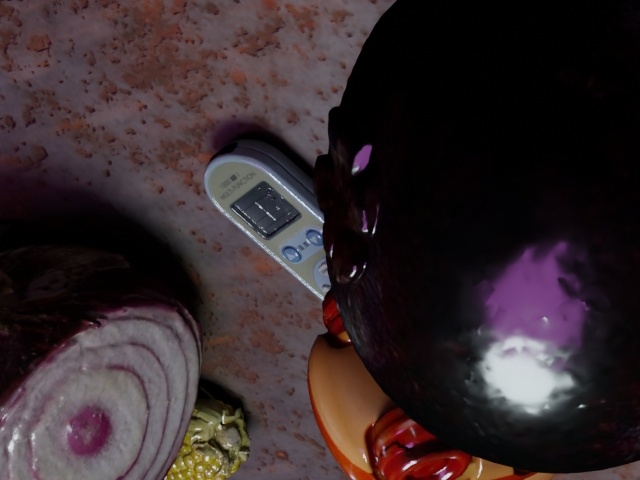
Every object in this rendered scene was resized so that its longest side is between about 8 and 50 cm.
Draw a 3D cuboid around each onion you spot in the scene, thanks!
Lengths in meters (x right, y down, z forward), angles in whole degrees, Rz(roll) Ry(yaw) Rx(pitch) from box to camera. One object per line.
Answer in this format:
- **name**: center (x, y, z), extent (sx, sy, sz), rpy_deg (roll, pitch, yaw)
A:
- **onion**: center (-0.289, 0.147, 1.824), extent (0.260, 0.336, 0.282), rpy_deg (26, 163, 42)

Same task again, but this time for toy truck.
- **toy truck**: center (0.109, 0.147, 1.651), extent (0.265, 0.189, 0.239), rpy_deg (-9, 148, -19)

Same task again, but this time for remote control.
- **remote control**: center (0.000, 0.000, 1.701), extent (0.244, 0.047, 0.087), rpy_deg (42, 140, -13)

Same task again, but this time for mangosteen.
- **mangosteen**: center (0.212, -0.026, 1.358), extent (0.435, 0.382, 0.382), rpy_deg (1, 141, -18)

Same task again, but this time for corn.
- **corn**: center (-0.182, 0.215, 1.980), extent (0.260, 0.091, 0.091), rpy_deg (-11, 137, 41)

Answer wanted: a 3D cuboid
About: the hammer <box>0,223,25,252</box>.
- **hammer**: center (-0.395, -0.118, 1.816), extent (0.111, 0.043, 0.365), rpy_deg (2, 129, 30)
